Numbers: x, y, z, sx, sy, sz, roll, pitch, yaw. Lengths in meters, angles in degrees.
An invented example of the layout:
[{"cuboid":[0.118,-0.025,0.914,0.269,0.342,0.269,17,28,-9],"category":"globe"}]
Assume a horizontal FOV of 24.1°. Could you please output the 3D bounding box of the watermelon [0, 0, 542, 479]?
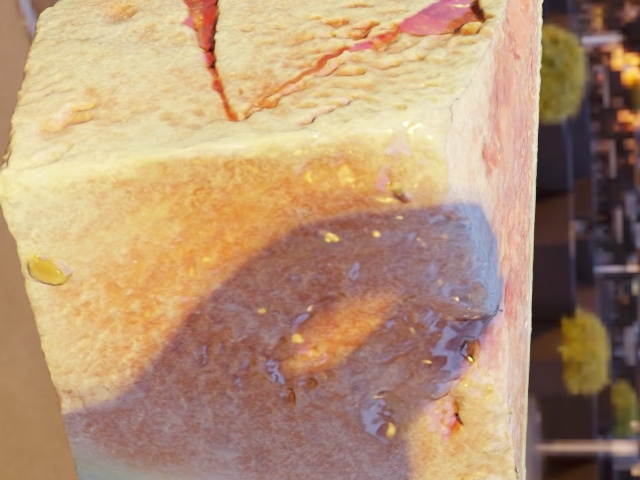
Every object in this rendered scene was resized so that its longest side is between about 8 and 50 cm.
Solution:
[{"cuboid":[0.000,0.000,0.573,0.201,0.213,0.261,-95,-179,-86],"category":"watermelon"}]
